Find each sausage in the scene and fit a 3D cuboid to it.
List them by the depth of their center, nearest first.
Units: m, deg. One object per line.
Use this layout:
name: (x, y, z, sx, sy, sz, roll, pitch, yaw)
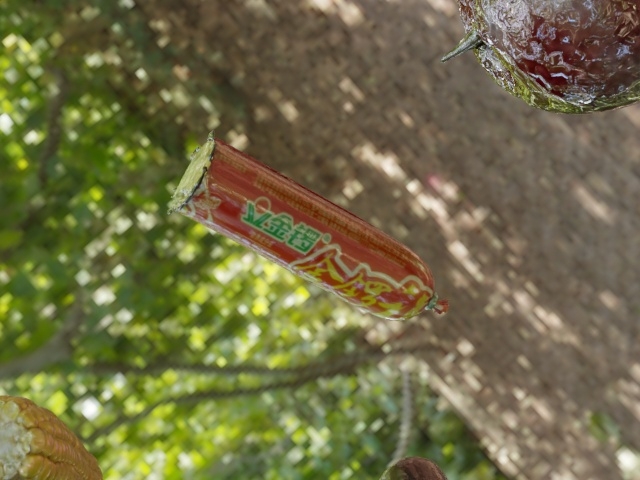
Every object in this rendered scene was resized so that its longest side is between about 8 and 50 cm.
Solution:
sausage: (0.000, 0.000, 1.442, 0.264, 0.083, 0.083, 28, 172, -13)

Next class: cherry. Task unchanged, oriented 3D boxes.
cherry: (0.238, -0.215, 1.364, 0.203, 0.300, 0.230, 61, 179, -4)

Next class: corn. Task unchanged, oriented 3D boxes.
corn: (-0.180, 0.149, 1.028, 0.080, 0.080, 0.238, 46, 166, 14)

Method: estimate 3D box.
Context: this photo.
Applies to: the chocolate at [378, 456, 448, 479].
chocolate: (0.099, 0.276, 1.606, 0.149, 0.125, 0.080, 42, -156, -34)
